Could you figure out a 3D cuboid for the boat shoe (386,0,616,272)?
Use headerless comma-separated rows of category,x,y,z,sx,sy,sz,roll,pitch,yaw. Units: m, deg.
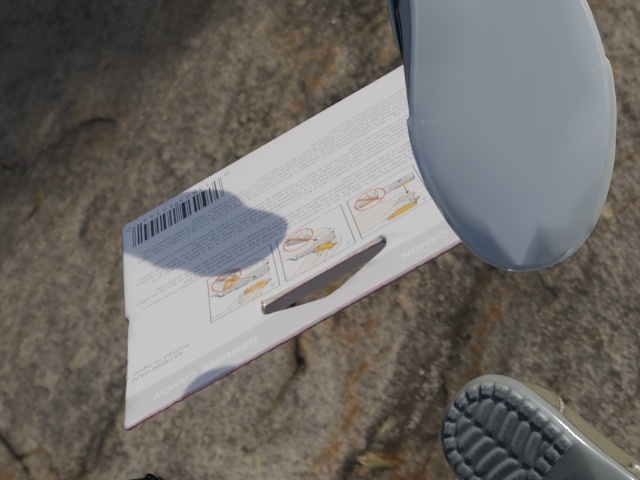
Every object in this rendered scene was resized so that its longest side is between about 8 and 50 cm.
boat shoe,0.064,-0.098,0.393,0.077,0.070,0.219,-13,95,10

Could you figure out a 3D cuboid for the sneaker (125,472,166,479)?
sneaker,-0.181,0.241,0.799,0.135,0.276,0.098,-38,52,21

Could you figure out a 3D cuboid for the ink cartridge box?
ink cartridge box,0.000,0.000,0.691,0.296,0.066,0.261,-29,31,6

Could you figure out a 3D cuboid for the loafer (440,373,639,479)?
loafer,0.180,0.167,0.550,0.251,0.087,0.094,48,114,21
